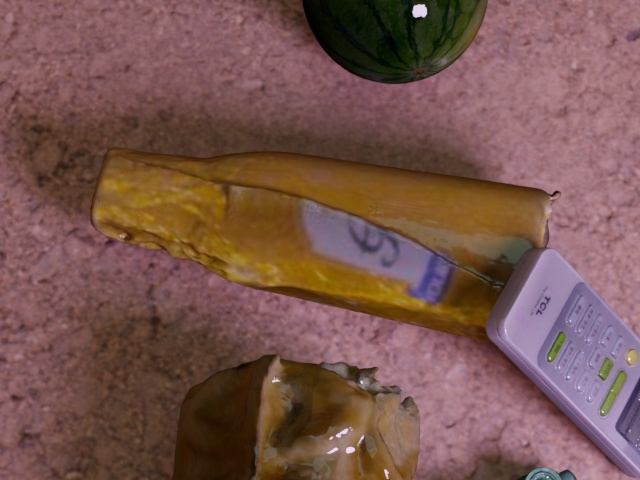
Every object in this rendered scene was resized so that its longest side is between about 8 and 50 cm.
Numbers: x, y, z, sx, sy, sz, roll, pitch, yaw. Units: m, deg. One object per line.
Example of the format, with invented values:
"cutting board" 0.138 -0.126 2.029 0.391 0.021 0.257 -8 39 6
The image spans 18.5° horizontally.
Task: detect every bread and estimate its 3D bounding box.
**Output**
"bread" -0.032 0.242 1.725 0.239 0.196 0.252 3 63 -3

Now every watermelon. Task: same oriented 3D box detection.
"watermelon" 0.072 -0.262 1.958 0.188 0.188 0.214 -11 68 -7

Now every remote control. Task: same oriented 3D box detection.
"remote control" 0.249 0.115 1.799 0.250 0.034 0.103 45 65 -29

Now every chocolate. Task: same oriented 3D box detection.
"chocolate" 0.000 0.000 1.867 0.446 0.162 0.162 10 66 4

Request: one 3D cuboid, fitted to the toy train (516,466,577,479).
"toy train" 0.168 0.277 1.787 0.178 0.071 0.104 -26 78 -12
